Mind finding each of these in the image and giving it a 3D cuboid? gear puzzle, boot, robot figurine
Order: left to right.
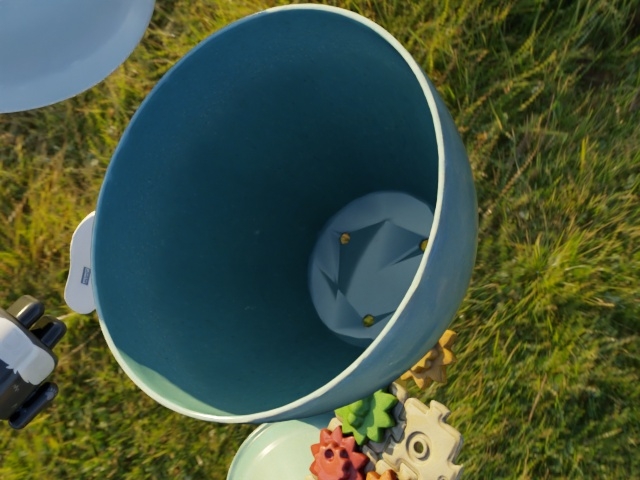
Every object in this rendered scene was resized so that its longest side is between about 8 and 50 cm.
[{"bbox_3d":[-0.596,0.229,1.555,0.209,0.173,0.278,37,72,11],"label":"robot figurine"},{"bbox_3d":[-0.315,0.014,1.225,0.069,0.086,0.190,28,125,-4],"label":"boot"},{"bbox_3d":[0.061,0.227,0.908,0.175,0.044,0.338,35,109,39],"label":"gear puzzle"}]

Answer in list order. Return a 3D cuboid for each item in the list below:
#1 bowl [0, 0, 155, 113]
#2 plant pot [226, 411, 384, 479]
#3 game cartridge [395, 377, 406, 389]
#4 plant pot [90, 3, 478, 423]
[{"bbox_3d":[-0.287,-0.249,0.695,0.298,0.298,0.134,-21,57,13],"label":"bowl"},{"bbox_3d":[0.008,0.505,1.523,0.341,0.334,0.341,-1,94,-9],"label":"plant pot"},{"bbox_3d":[0.011,0.283,1.727,0.324,0.285,0.052,-3,53,-2],"label":"game cartridge"},{"bbox_3d":[0.000,0.000,0.648,0.290,0.195,0.290,-11,69,30],"label":"plant pot"}]
